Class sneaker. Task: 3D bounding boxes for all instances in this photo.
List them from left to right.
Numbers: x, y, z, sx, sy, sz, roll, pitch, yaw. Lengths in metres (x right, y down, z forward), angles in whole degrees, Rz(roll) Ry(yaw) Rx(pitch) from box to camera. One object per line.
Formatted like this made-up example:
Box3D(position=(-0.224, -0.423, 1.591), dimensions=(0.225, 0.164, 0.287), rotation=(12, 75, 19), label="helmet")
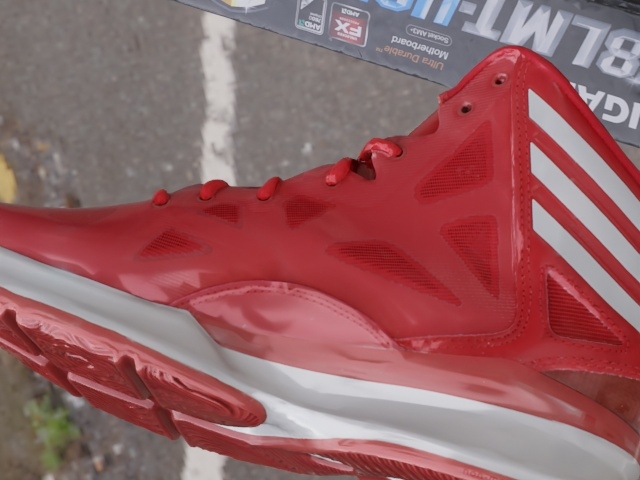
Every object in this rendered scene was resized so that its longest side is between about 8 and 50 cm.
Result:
Box3D(position=(0.000, 0.000, 0.418), dimensions=(0.221, 0.128, 0.087), rotation=(19, 160, 11), label="sneaker")

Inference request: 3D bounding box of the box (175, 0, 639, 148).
Box3D(position=(0.115, -0.158, 0.779), dimensions=(0.295, 0.293, 0.073), rotation=(20, 119, 22), label="box")
